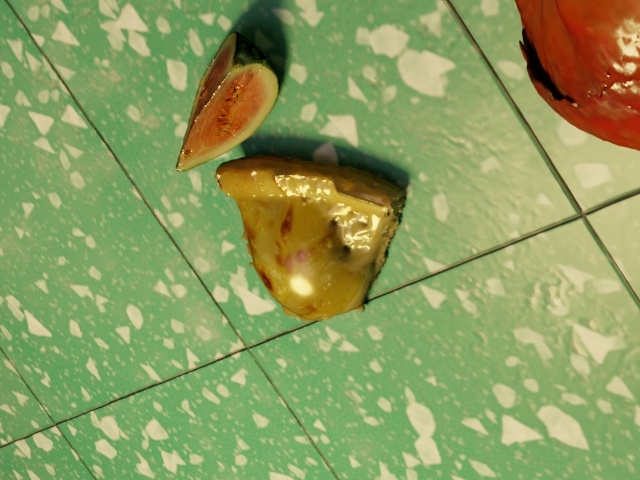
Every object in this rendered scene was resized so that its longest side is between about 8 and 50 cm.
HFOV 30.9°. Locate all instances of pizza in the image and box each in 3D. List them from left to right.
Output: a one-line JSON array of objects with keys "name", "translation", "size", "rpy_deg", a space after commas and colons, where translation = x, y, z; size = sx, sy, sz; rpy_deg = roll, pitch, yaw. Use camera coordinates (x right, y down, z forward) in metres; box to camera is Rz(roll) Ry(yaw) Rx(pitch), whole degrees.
[{"name": "pizza", "translation": [-0.002, 0.007, 1.130], "size": [0.204, 0.080, 0.188], "rpy_deg": [-1, 119, 39]}]

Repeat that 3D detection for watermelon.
[{"name": "watermelon", "translation": [-0.079, -0.134, 1.103], "size": [0.069, 0.087, 0.163], "rpy_deg": [21, 141, -15]}]

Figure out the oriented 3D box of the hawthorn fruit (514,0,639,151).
[{"name": "hawthorn fruit", "translation": [0.261, -0.158, 0.671], "size": [0.307, 0.276, 0.276], "rpy_deg": [24, 140, -14]}]
